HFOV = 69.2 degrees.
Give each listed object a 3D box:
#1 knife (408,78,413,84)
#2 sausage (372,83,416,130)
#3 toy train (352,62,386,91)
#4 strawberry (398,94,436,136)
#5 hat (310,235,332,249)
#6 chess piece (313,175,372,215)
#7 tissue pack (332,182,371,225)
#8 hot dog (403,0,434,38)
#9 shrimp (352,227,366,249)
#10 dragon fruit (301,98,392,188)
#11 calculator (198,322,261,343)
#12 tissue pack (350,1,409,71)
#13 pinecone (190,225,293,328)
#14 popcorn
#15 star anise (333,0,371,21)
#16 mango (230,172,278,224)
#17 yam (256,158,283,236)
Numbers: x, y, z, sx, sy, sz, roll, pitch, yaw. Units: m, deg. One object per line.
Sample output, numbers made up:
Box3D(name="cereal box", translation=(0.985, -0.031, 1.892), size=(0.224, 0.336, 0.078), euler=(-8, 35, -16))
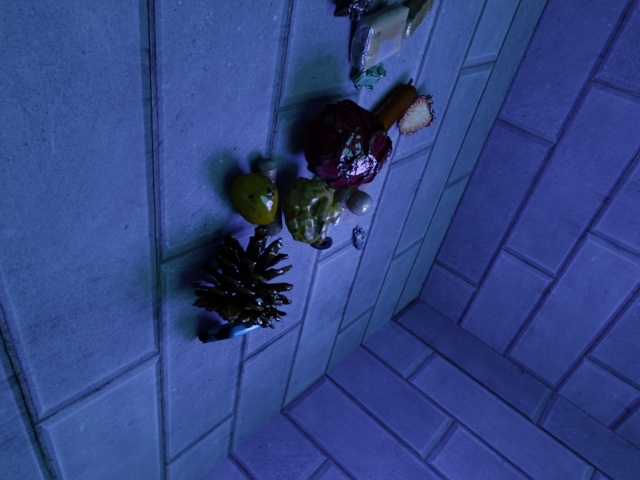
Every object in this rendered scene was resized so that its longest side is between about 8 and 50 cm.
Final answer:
Box3D(name="knife", translation=(0.371, -0.652, 2.092), size=(0.023, 0.010, 0.170), euler=(17, 108, -56))
Box3D(name="sausage", translation=(0.298, -0.552, 1.990), size=(0.330, 0.102, 0.102), euler=(-48, 153, -13))
Box3D(name="toy train", translation=(0.183, -0.624, 1.748), size=(0.149, 0.081, 0.099), euler=(-12, 165, -39))
Box3D(name="strawberry", translation=(0.443, -0.602, 2.209), size=(0.208, 0.087, 0.167), euler=(-25, 127, -4))
Box3D(name="hat", translation=(0.000, 0.000, 2.181), size=(0.121, 0.050, 0.121), euler=(-4, 150, -2))
Box3D(name="chess piece", translation=(0.101, -0.192, 1.905), size=(0.143, 0.261, 0.142), euler=(-39, 147, -32))
Box3D(name="tissue pack", translation=(0.156, -0.227, 2.163), size=(0.170, 0.071, 0.325), euler=(-6, 127, -54))
Box3D(name="hot dog", translation=(0.352, -0.855, 1.742), size=(0.242, 0.074, 0.084), euler=(-57, 157, -23))
Box3D(name="shrimp", translation=(0.217, -0.005, 2.506), size=(0.082, 0.076, 0.174), euler=(-26, 144, -15))
Box3D(name="dragon fruit", translation=(0.091, -0.337, 1.668), size=(0.329, 0.329, 0.329), euler=(-39, 149, -29))
Box3D(name="calculator", translation=(-0.357, 0.354, 1.829), size=(0.293, 0.051, 0.173), euler=(-19, 175, 43))
Box3D(name="tissue pack", translation=(0.206, -0.721, 1.641), size=(0.222, 0.090, 0.186), euler=(-39, 157, -31))
Box3D(name="pinecone", translation=(-0.257, 0.124, 1.651), size=(0.384, 0.385, 0.384), euler=(-39, 149, -29))
Box3D(name="popcorn", translation=(-0.040, -0.111, 1.739), size=(0.252, 0.215, 0.286), euler=(-57, 162, -29))
Box3D(name="star anise", translation=(0.134, -0.799, 1.444), size=(0.214, 0.099, 0.219), euler=(-32, 146, -55))
Box3D(name="mango", translation=(-0.220, -0.130, 1.565), size=(0.129, 0.167, 0.262), euler=(-59, 167, -23))
Box3D(name="yam", translation=(-0.183, -0.153, 1.689), size=(0.081, 0.081, 0.356), euler=(-40, 152, -28))
